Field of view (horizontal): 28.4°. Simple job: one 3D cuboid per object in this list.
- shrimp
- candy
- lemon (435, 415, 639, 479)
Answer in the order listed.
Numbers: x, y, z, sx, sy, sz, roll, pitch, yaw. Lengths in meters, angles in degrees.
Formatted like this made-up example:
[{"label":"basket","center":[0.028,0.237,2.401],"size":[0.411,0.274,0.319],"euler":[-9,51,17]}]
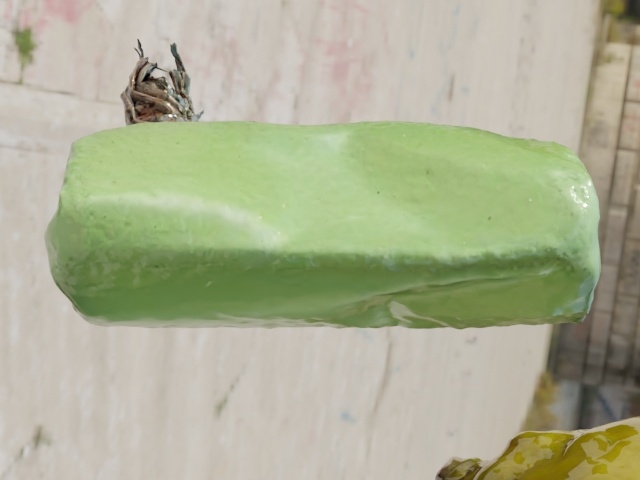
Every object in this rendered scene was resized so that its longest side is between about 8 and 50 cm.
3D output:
[{"label":"shrimp","center":[-0.149,-0.121,1.190],"size":[0.075,0.073,0.190],"euler":[68,-1,-53]},{"label":"candy","center":[0.000,0.000,0.804],"size":[0.132,0.344,0.142],"euler":[-82,171,-53]},{"label":"lemon","center":[0.212,0.224,0.621],"size":[0.316,0.285,0.285],"euler":[57,22,-6]}]
